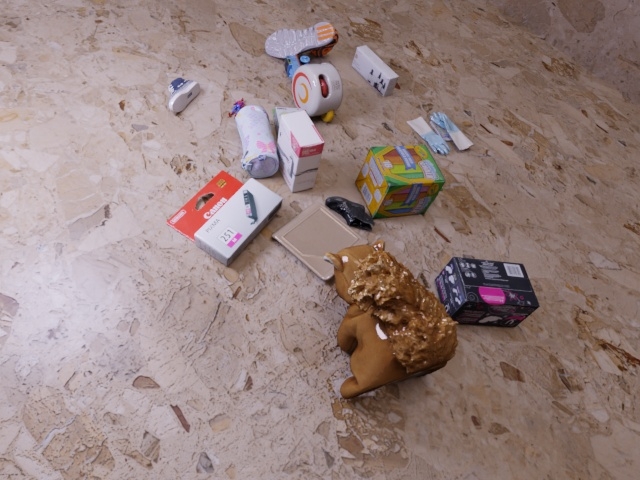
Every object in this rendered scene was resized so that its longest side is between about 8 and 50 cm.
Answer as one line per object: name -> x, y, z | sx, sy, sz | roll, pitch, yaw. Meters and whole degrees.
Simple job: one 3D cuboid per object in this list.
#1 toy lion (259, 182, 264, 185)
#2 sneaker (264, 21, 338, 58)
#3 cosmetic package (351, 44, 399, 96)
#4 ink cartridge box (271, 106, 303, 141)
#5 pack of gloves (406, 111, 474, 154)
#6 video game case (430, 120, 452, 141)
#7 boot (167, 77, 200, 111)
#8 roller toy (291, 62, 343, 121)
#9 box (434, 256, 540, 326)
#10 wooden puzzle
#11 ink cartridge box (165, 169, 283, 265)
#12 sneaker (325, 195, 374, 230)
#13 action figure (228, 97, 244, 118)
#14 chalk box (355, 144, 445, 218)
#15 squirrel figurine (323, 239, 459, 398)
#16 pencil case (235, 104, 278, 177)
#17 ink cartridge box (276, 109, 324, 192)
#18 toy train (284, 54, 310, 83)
toy lion -> -0.210, -0.138, 1.498 | 0.096, 0.034, 0.100 | -32, 69, -26
sneaker -> -0.073, -0.852, 2.027 | 0.320, 0.180, 0.125 | -4, 95, 13
cosmetic package -> 0.239, -0.754, 2.053 | 0.060, 0.099, 0.239 | -24, 63, -30
ink cartridge box -> -0.115, -0.446, 1.736 | 0.108, 0.062, 0.209 | -1, 54, -17
pack of gloves -> 0.507, -0.463, 1.933 | 0.194, 0.046, 0.232 | -22, 61, -23
video game case -> 0.533, -0.471, 1.983 | 0.087, 0.011, 0.122 | -8, 57, -22
boot -> -0.523, -0.532, 1.683 | 0.086, 0.069, 0.190 | 19, 43, 7
roller toy -> -0.007, -0.583, 1.788 | 0.146, 0.191, 0.209 | -18, 61, -28
box -> 0.502, 0.160, 1.415 | 0.247, 0.142, 0.164 | 6, 51, -14
wooden puzzle -> 0.000, 0.000, 1.452 | 0.238, 0.044, 0.221 | 37, 53, 18
ink cartridge box -> -0.288, -0.091, 1.400 | 0.238, 0.060, 0.275 | 33, 59, 8
sneaker -> 0.096, -0.089, 1.537 | 0.170, 0.051, 0.089 | 14, 47, -10
action figure -> -0.312, -0.505, 1.744 | 0.038, 0.030, 0.115 | 16, 49, 1
chalk box -> 0.301, -0.209, 1.607 | 0.288, 0.179, 0.180 | -8, 57, -22
squirrel figurine -> 0.160, 0.155, 1.152 | 0.280, 0.397, 0.371 | -11, 66, -18
pencil case -> -0.222, -0.342, 1.594 | 0.124, 0.114, 0.273 | -9, 56, -6
ink cartridge box -> -0.075, -0.291, 1.531 | 0.092, 0.218, 0.159 | -17, 60, -21
toy train -> -0.084, -0.701, 1.932 | 0.105, 0.080, 0.184 | -11, 60, -13
